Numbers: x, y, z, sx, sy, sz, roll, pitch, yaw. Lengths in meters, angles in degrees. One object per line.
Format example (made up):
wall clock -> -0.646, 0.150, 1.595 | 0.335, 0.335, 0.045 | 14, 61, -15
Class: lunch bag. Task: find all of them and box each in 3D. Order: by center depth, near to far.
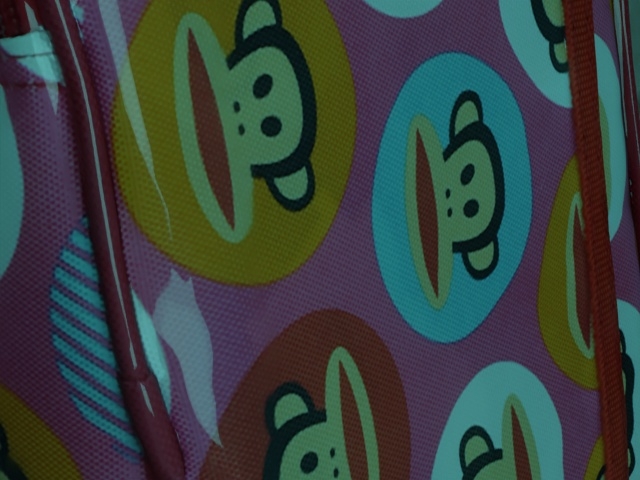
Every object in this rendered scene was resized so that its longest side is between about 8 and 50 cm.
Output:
lunch bag -> 0.000, 0.000, 0.464 | 0.258, 0.120, 0.293 | -29, 116, -51
